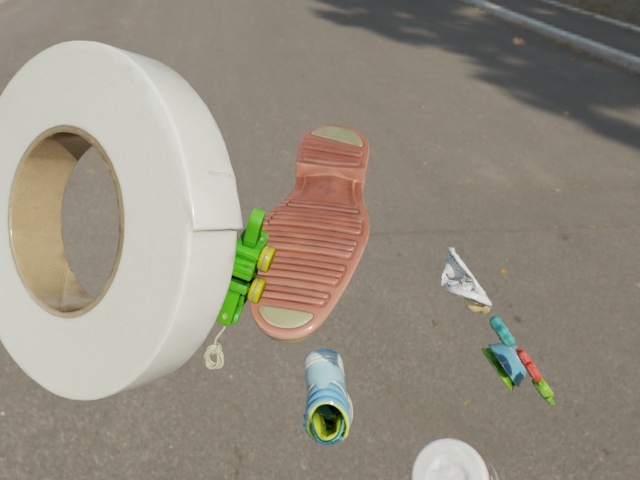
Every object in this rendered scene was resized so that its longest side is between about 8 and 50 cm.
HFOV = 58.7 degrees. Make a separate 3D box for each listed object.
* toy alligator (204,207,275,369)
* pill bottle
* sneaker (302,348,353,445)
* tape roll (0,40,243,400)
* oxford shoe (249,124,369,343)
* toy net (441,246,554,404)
[{"bbox_3d":[-0.089,0.050,0.621,0.056,0.190,0.051,20,17,4],"label":"toy alligator"},{"bbox_3d":[0.343,0.594,1.395,0.176,0.318,0.176,-11,61,20],"label":"pill bottle"},{"bbox_3d":[0.018,0.445,1.401,0.127,0.319,0.208,-10,37,5],"label":"sneaker"},{"bbox_3d":[-0.259,-0.020,0.638,0.392,0.392,0.072,25,14,30],"label":"tape roll"},{"bbox_3d":[0.000,0.000,0.807,0.140,0.146,0.397,12,45,8],"label":"oxford shoe"},{"bbox_3d":[0.211,0.112,0.717,0.045,0.232,0.122,-34,20,8],"label":"toy net"}]
